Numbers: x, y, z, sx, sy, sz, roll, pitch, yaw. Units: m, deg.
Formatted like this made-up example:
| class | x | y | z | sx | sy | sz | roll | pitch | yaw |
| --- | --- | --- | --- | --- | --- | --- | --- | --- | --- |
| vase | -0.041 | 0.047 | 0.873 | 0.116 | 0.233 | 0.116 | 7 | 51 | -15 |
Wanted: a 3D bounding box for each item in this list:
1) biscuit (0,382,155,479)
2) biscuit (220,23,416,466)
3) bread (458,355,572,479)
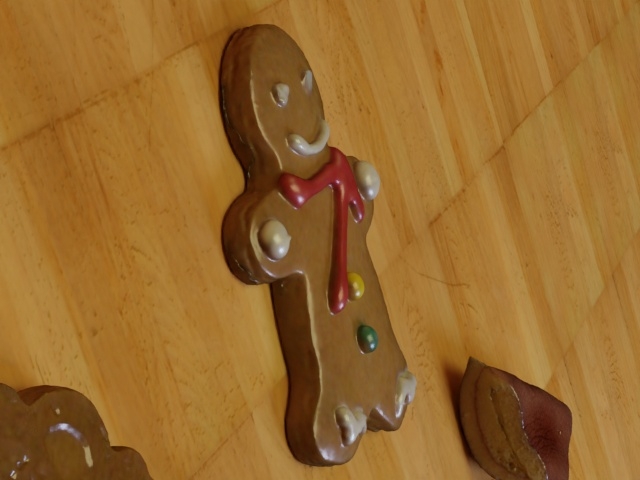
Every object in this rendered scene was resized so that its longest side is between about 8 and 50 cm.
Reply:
| class | x | y | z | sx | sy | sz | roll | pitch | yaw |
| --- | --- | --- | --- | --- | --- | --- | --- | --- | --- |
| biscuit | -0.158 | 0.145 | 0.831 | 0.236 | 0.040 | 0.144 | 31 | 61 | -58 |
| biscuit | 0.000 | 0.000 | 1.176 | 0.216 | 0.047 | 0.339 | -24 | 103 | -64 |
| bread | 0.184 | 0.182 | 1.445 | 0.192 | 0.067 | 0.119 | 34 | 44 | -56 |
